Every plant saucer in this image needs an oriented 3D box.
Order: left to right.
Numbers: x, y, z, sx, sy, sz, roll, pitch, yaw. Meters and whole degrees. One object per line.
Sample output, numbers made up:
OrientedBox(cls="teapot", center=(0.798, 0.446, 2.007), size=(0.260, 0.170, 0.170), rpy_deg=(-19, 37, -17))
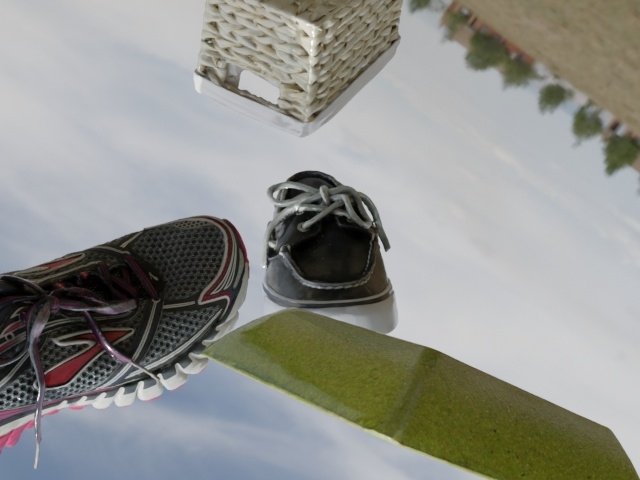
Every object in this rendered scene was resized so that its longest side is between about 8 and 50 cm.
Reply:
OrientedBox(cls="plant saucer", center=(0.058, 0.086, 0.509), size=(0.188, 0.045, 0.188), rpy_deg=(26, 172, -30))

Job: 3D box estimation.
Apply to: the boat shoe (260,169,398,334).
OrientedBox(cls="boat shoe", center=(0.004, 0.000, 0.838), size=(0.113, 0.105, 0.306), rpy_deg=(-2, -165, 0))

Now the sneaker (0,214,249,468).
OrientedBox(cls="sneaker", center=(-0.174, 0.060, 0.649), size=(0.299, 0.112, 0.121), rpy_deg=(-29, -120, -28))

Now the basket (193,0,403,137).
OrientedBox(cls="basket", center=(-0.012, -0.180, 0.786), size=(0.113, 0.103, 0.167), rpy_deg=(25, -135, 18))
